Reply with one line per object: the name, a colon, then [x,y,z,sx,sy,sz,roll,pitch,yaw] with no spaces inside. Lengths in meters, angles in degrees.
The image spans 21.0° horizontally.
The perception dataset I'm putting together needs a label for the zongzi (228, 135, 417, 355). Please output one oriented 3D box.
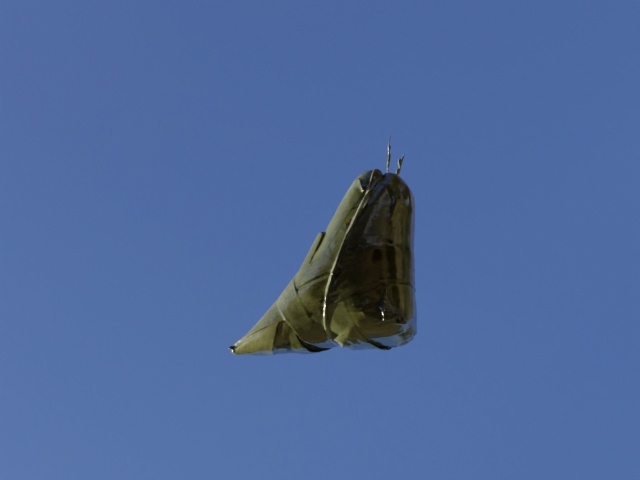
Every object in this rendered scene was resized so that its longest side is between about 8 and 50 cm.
zongzi: [0.000,0.000,1.158,0.130,0.154,0.062,-7,-20,21]
